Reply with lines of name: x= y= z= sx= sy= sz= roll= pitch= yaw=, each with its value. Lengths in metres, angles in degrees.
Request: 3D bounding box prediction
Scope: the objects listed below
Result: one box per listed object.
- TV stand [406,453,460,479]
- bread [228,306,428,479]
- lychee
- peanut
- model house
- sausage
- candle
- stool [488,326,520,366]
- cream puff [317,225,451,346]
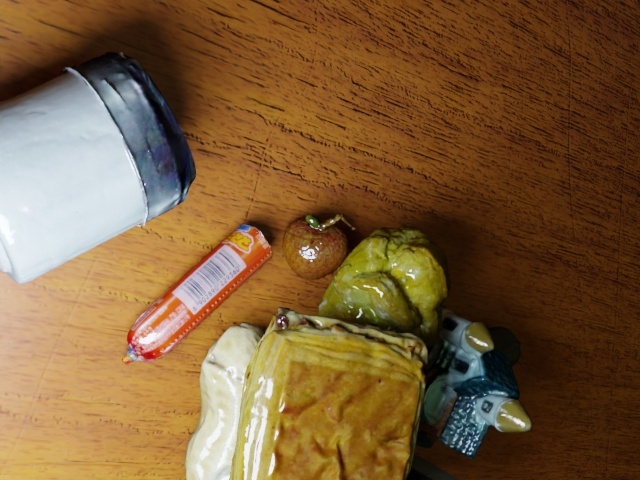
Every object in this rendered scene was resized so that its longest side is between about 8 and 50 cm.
TV stand: x=0.131 y=0.399 z=1.396 sx=0.083 sy=0.269 sz=0.088 roll=19 pitch=88 yaw=-36
bread: x=-0.007 y=0.268 z=1.167 sx=0.278 sy=0.167 sz=0.324 roll=15 pitch=76 yaw=-28
lychee: x=0.000 y=0.003 z=1.328 sx=0.140 sy=0.114 sz=0.101 roll=-58 pitch=156 yaw=18
peanut: x=-0.116 y=0.299 z=1.285 sx=0.174 sy=0.158 sz=0.339 roll=12 pitch=87 yaw=-6
model house: x=0.239 y=0.253 z=1.439 sx=0.184 sy=0.291 sz=0.253 roll=35 pitch=78 yaw=-39
sausage: x=-0.188 y=0.087 z=1.242 sx=0.274 sy=0.074 sz=0.074 roll=-44 pitch=120 yaw=-20
candle: x=-0.339 y=-0.077 z=1.024 sx=0.343 sy=0.221 sz=0.221 roll=-31 pitch=115 yaw=-23
stool: x=0.325 y=0.216 z=1.606 sx=0.110 sy=0.096 sz=0.096 roll=-15 pitch=107 yaw=-36
cream puff: x=0.107 y=0.093 z=1.357 sx=0.244 sy=0.196 sz=0.244 roll=-20 pitch=120 yaw=-40
